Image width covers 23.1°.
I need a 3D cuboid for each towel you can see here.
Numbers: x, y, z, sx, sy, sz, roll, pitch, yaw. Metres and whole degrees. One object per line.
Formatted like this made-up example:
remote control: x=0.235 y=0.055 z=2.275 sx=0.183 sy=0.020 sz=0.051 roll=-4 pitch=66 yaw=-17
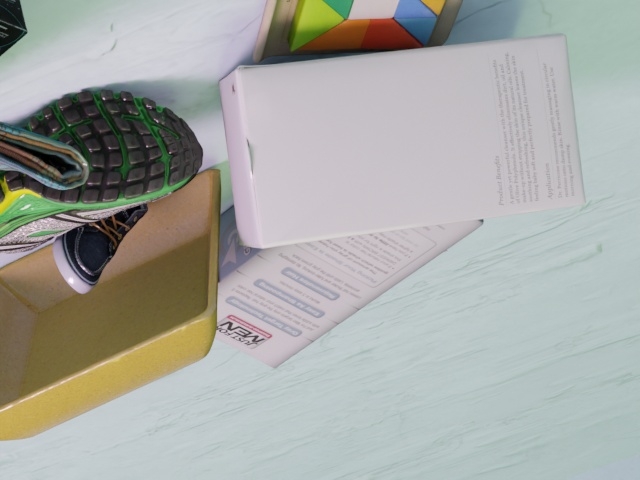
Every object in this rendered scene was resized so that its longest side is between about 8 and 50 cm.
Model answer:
towel: x=-0.417 y=-0.106 z=1.421 sx=0.370 sy=0.040 sz=0.271 roll=8 pitch=172 yaw=43

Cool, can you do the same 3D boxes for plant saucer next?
plant saucer: x=-0.245 y=0.086 z=1.791 sx=0.332 sy=0.333 sz=0.081 roll=-25 pitch=119 yaw=12

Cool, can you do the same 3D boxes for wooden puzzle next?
wooden puzzle: x=0.058 y=-0.262 z=1.643 sx=0.238 sy=0.044 sz=0.221 roll=-8 pitch=150 yaw=-18

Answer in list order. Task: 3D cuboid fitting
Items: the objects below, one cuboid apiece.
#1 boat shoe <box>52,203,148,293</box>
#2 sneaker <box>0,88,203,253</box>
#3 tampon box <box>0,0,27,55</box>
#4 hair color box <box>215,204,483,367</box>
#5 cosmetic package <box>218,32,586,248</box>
boat shoe: x=-0.249 y=-0.014 z=1.792 sx=0.083 sy=0.183 sz=0.065 roll=-34 pitch=114 yaw=18
sneaker: x=-0.295 y=-0.067 z=1.722 sx=0.343 sy=0.134 sz=0.146 roll=-11 pitch=159 yaw=5
tampon box: x=-0.371 y=-0.204 z=1.433 sx=0.161 sy=0.101 sz=0.120 roll=-34 pitch=148 yaw=28
hair color box: x=0.000 y=0.000 z=1.964 sx=0.185 sy=0.114 sz=0.374 roll=29 pitch=127 yaw=-36
cosmetic package: x=0.086 y=-0.108 z=1.709 sx=0.365 sy=0.197 sz=0.155 roll=-6 pitch=-178 yaw=-11
